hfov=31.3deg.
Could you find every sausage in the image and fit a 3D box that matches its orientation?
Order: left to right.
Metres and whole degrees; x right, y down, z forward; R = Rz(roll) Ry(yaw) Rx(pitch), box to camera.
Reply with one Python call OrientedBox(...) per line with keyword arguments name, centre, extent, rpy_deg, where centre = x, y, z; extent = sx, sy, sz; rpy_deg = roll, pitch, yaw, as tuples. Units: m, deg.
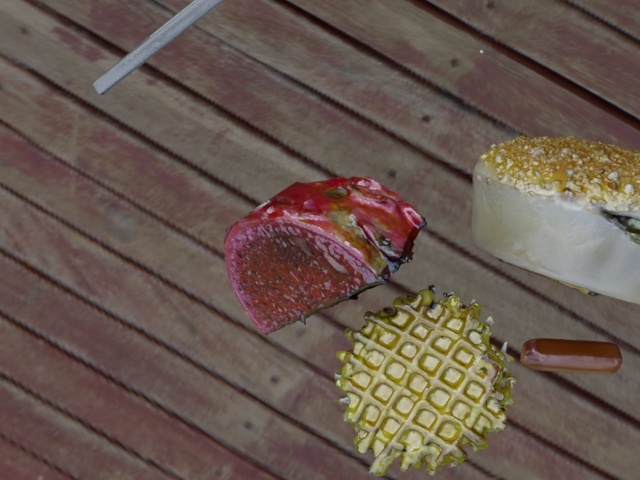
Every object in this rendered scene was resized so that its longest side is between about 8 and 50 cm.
OrientedBox(name="sausage", centre=(0.313, 0.145, 1.434), extent=(0.131, 0.039, 0.041), rpy_deg=(5, 61, -13))

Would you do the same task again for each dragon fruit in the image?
OrientedBox(name="dragon fruit", centre=(0.000, 0.000, 1.232), extent=(0.189, 0.262, 0.163), rpy_deg=(25, 63, -27))

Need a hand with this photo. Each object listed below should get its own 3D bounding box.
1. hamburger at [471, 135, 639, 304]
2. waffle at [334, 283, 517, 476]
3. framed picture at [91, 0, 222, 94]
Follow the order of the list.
OrientedBox(name="hamburger", centre=(0.324, -0.038, 1.382), extent=(0.302, 0.302, 0.170), rpy_deg=(17, 100, 5))
OrientedBox(name="waffle", centre=(0.115, 0.154, 1.249), extent=(0.197, 0.070, 0.193), rpy_deg=(-25, 77, 3))
OrientedBox(name="framed picture", centre=(-0.118, -0.294, 1.347), extent=(0.315, 0.232, 0.024), rpy_deg=(-35, 104, 18))
